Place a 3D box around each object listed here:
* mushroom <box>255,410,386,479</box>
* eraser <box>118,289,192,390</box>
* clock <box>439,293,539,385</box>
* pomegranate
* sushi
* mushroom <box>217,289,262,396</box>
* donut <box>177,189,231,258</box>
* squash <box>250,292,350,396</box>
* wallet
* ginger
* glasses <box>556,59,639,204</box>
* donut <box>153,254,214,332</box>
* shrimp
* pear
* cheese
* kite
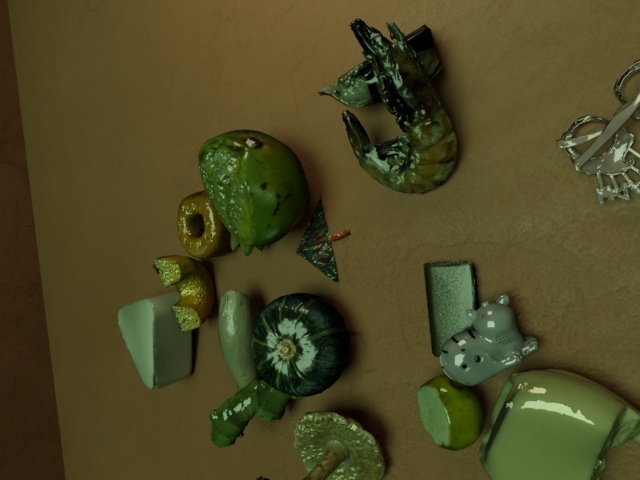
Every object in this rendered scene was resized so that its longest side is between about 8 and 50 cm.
[{"bbox_3d":[-0.011,0.536,0.988,0.233,0.301,0.208,61,154,0],"label":"mushroom"},{"bbox_3d":[-0.552,0.344,1.471,0.331,0.150,0.331,8,102,44],"label":"eraser"},{"bbox_3d":[0.298,0.187,0.804,0.176,0.080,0.117,-33,84,12],"label":"clock"},{"bbox_3d":[-0.156,-0.119,1.110,0.310,0.216,0.359,44,148,28],"label":"pomegranate"},{"bbox_3d":[0.128,-0.338,0.918,0.273,0.134,0.109,-23,110,28],"label":"sushi"},{"bbox_3d":[-0.222,0.310,1.231,0.128,0.128,0.350,-9,94,39],"label":"mushroom"},{"bbox_3d":[-0.343,-0.050,1.310,0.226,0.113,0.227,4,97,37],"label":"donut"},{"bbox_3d":[-0.049,0.253,1.057,0.252,0.165,0.252,-3,84,24],"label":"squash"},{"bbox_3d":[0.273,0.143,0.885,0.110,0.031,0.198,-6,89,38],"label":"wallet"},{"bbox_3d":[-0.171,0.449,1.151,0.089,0.290,0.137,49,164,56],"label":"ginger"},{"bbox_3d":[0.493,-0.176,0.649,0.162,0.095,0.255,47,122,17],"label":"glasses"},{"bbox_3d":[-0.411,0.143,1.359,0.101,0.152,0.259,-10,109,25],"label":"donut"},{"bbox_3d":[0.129,-0.250,0.867,0.233,0.071,0.365,-21,111,42],"label":"shrimp"},{"bbox_3d":[0.267,0.340,0.858,0.141,0.104,0.141,177,90,-72],"label":"pear"},{"bbox_3d":[0.407,0.356,0.736,0.233,0.127,0.266,23,110,32],"label":"cheese"},{"bbox_3d":[0.000,0.000,1.105,0.189,0.009,0.232,-19,81,38],"label":"kite"}]
